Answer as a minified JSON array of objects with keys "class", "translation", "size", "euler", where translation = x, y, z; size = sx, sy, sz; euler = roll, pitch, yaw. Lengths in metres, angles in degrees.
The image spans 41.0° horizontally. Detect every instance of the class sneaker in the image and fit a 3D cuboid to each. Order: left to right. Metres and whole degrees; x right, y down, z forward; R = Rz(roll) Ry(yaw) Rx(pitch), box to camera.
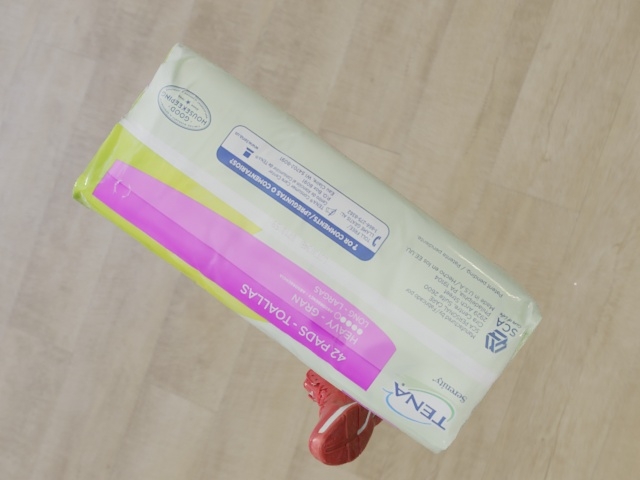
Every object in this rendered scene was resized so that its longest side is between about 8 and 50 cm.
[{"class":"sneaker","translation":[0.013,0.252,1.253],"size":[0.128,0.221,0.087],"euler":[7,106,30]}]

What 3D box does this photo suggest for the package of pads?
[{"class":"package of pads","translation":[0.000,0.000,0.532],"size":[0.229,0.296,0.101],"euler":[35,93,5]}]
